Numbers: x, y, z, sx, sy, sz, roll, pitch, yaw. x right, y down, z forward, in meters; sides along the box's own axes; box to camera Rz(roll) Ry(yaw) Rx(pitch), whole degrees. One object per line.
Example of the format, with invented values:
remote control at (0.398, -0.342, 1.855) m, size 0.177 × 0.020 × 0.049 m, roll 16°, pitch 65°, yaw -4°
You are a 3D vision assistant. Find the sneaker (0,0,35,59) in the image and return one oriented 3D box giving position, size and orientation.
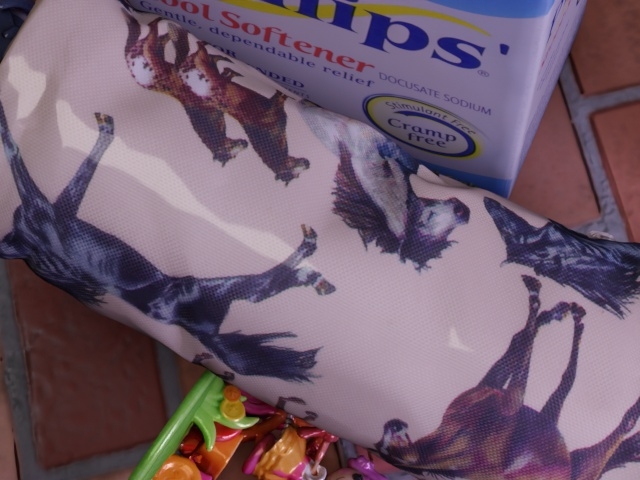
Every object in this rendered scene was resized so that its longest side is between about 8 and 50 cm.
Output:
sneaker at (-0.221, -0.129, 0.750) m, size 0.319 × 0.112 × 0.131 m, roll 42°, pitch 84°, yaw 14°

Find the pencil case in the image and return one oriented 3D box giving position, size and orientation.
pencil case at (0.000, 0.000, 0.615) m, size 0.410 × 0.160 × 0.183 m, roll 27°, pitch 47°, yaw -3°

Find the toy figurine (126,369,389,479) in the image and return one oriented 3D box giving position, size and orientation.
toy figurine at (-0.020, 0.147, 0.668) m, size 0.159 × 0.130 × 0.173 m, roll 34°, pitch 54°, yaw 0°

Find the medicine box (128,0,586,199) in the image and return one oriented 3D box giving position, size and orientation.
medicine box at (0.017, -0.171, 0.647) m, size 0.263 × 0.289 × 0.149 m, roll 21°, pitch 76°, yaw 11°
